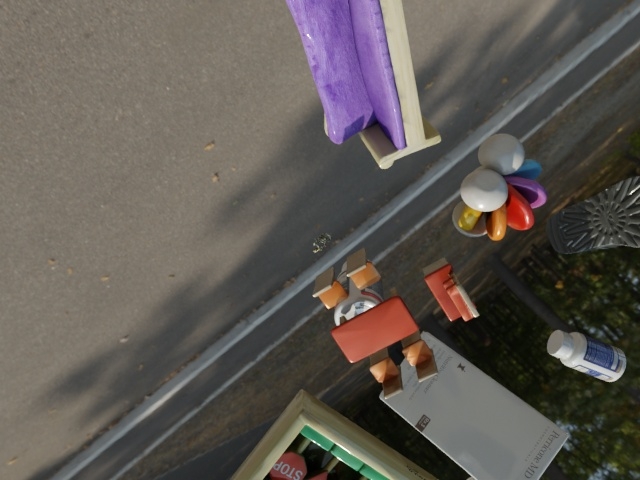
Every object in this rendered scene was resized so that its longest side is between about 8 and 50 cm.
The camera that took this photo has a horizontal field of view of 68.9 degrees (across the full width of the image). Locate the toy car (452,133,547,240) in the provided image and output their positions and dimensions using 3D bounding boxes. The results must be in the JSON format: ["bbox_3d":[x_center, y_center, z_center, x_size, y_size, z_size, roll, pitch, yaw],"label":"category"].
[{"bbox_3d":[0.320,-0.083,0.816,0.182,0.136,0.159,-60,162,-16],"label":"toy car"}]

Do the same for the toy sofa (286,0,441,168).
[{"bbox_3d":[0.065,-0.301,0.750,0.177,0.150,0.362,-22,130,0],"label":"toy sofa"}]

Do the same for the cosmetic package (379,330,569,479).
[{"bbox_3d":[0.366,0.430,1.150,0.217,0.385,0.156,-54,150,-5],"label":"cosmetic package"}]

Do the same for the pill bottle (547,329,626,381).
[{"bbox_3d":[0.491,0.211,0.868,0.067,0.120,0.067,-159,-90,-89],"label":"pill bottle"}]

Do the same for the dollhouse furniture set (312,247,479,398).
[{"bbox_3d":[0.146,0.141,0.865,0.259,0.262,0.135,-31,-169,13],"label":"dollhouse furniture set"}]

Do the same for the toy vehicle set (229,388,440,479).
[{"bbox_3d":[0.043,0.254,0.357,0.166,0.267,0.035,-54,-172,3],"label":"toy vehicle set"}]

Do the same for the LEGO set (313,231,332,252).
[{"bbox_3d":[0.002,0.000,1.183,0.054,0.023,0.083,-29,-162,9],"label":"LEGO set"}]

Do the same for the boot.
[{"bbox_3d":[0.819,-0.076,1.064,0.445,0.146,0.367,-7,177,-20],"label":"boot"}]

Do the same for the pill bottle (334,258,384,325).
[{"bbox_3d":[0.086,0.117,1.033,0.108,0.108,0.180,-49,-163,26],"label":"pill bottle"}]

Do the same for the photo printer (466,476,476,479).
[{"bbox_3d":[0.499,0.803,1.263,0.256,0.307,0.107,24,145,-26],"label":"photo printer"}]
